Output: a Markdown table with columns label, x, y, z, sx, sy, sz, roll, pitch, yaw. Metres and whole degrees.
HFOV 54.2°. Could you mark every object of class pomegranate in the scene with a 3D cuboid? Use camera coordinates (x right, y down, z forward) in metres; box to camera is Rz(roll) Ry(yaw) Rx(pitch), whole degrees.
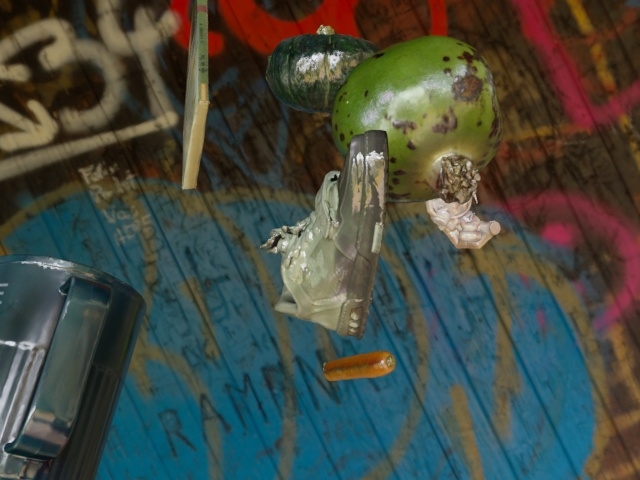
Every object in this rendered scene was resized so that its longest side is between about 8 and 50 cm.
| label | x | y | z | sx | sy | sz | roll | pitch | yaw |
| --- | --- | --- | --- | --- | --- | --- | --- | --- | --- |
| pomegranate | 0.148 | -0.163 | 0.906 | 0.254 | 0.270 | 0.254 | -16 | -40 | -14 |

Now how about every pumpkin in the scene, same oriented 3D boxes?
| label | x | y | z | sx | sy | sz | roll | pitch | yaw |
| --- | --- | --- | --- | --- | --- | --- | --- | --- | --- |
| pumpkin | 0.013 | -0.290 | 1.078 | 0.212 | 0.152 | 0.211 | 12 | 3 | -1 |

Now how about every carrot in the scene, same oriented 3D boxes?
| label | x | y | z | sx | sy | sz | roll | pitch | yaw |
| --- | --- | --- | --- | --- | --- | --- | --- | --- | --- |
| carrot | 0.106 | 0.327 | 1.629 | 0.225 | 0.067 | 0.067 | -18 | 5 | 41 |

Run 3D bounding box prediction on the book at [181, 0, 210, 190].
| label | x | y | z | sx | sy | sz | roll | pitch | yaw |
| --- | --- | --- | --- | --- | --- | --- | --- | --- | --- |
| book | -0.201 | -0.253 | 1.014 | 0.026 | 0.289 | 0.201 | 5 | -36 | -16 |

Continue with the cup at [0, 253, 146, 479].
| label | x | y | z | sx | sy | sz | roll | pitch | yaw |
| --- | --- | --- | --- | --- | --- | --- | --- | --- | --- |
| cup | -0.377 | 0.199 | 0.877 | 0.308 | 0.292 | 0.242 | -7 | -32 | 26 |

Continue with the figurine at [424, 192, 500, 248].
| label | x | y | z | sx | sy | sz | roll | pitch | yaw |
| --- | --- | --- | --- | --- | --- | --- | --- | --- | --- |
| figurine | 0.350 | -0.093 | 1.613 | 0.163 | 0.236 | 0.141 | -36 | 8 | -28 |

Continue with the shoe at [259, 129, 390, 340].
| label | x | y | z | sx | sy | sz | roll | pitch | yaw |
| --- | --- | --- | --- | --- | --- | --- | --- | --- | --- |
| shoe | 0.000 | -0.002 | 0.742 | 0.149 | 0.292 | 0.109 | 9 | 39 | 7 |
